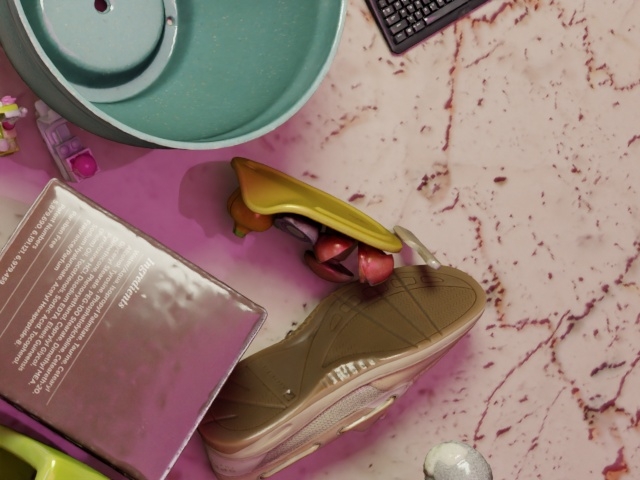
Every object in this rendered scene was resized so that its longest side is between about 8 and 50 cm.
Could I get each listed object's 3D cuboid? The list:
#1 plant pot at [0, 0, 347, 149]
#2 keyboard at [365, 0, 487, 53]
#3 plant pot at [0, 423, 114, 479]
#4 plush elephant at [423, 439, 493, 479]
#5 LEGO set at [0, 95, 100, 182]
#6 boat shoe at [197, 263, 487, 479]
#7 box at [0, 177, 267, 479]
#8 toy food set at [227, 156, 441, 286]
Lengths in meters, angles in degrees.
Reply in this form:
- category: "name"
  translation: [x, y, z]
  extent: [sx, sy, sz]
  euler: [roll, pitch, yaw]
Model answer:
- category: "plant pot"
  translation: [-0.152, -0.209, 1.152]
  extent: [0.293, 0.196, 0.293]
  euler: [2, 85, -32]
- category: "keyboard"
  translation: [0.119, -0.270, 1.370]
  extent: [0.180, 0.023, 0.108]
  euler: [-33, 102, -20]
- category: "plant pot"
  translation: [-0.209, 0.292, 1.128]
  extent: [0.207, 0.228, 0.227]
  euler: [27, 79, -28]
- category: "plush elephant"
  translation: [0.022, 0.374, 1.228]
  extent: [0.255, 0.272, 0.330]
  euler: [0, 51, 12]
- category: "LEGO set"
  translation: [-0.316, -0.035, 1.131]
  extent: [0.287, 0.107, 0.132]
  euler: [-40, 102, -23]
- category: "boat shoe"
  translation: [0.023, 0.125, 1.295]
  extent: [0.302, 0.109, 0.098]
  euler: [-31, 140, -20]
- category: "box"
  translation: [-0.176, 0.083, 1.140]
  extent: [0.203, 0.168, 0.167]
  euler: [32, 77, -1]
- category: "toy food set"
  translation: [0.000, 0.000, 1.273]
  extent: [0.218, 0.128, 0.071]
  euler: [24, 100, -25]
